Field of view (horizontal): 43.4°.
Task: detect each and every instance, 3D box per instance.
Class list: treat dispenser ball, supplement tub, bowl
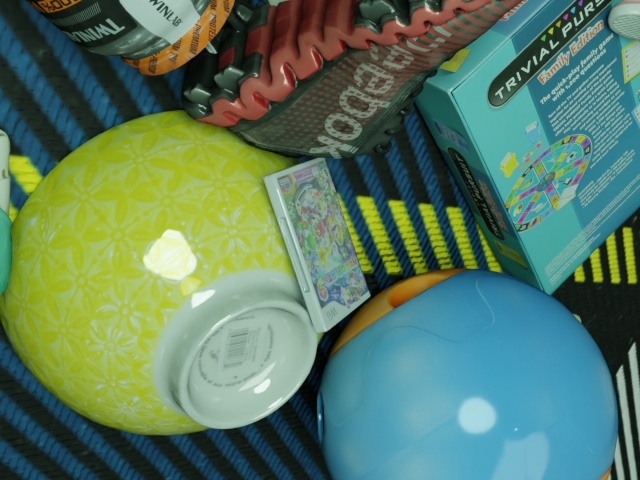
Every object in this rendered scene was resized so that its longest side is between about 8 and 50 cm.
[{"bbox_3d":[0.140,0.169,0.793,0.288,0.288,0.288,-19,128,-26],"label":"treat dispenser ball"},{"bbox_3d":[-0.142,-0.189,0.467,0.117,0.117,0.190,-48,134,1],"label":"supplement tub"},{"bbox_3d":[-0.089,0.056,0.642,0.290,0.156,0.289,-19,127,-26],"label":"bowl"}]

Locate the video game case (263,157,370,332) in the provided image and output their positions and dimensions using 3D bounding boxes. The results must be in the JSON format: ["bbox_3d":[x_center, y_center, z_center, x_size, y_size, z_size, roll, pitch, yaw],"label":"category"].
[{"bbox_3d":[0.000,0.000,0.618,0.087,0.011,0.122,-30,103,-61],"label":"video game case"}]

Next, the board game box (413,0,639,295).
[{"bbox_3d":[0.248,-0.131,0.815,0.254,0.079,0.336,-43,134,-6],"label":"board game box"}]

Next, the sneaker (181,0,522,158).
[{"bbox_3d":[0.035,-0.128,0.553,0.276,0.097,0.135,-19,139,37],"label":"sneaker"}]

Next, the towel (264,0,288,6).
[{"bbox_3d":[0.050,-0.316,0.507,0.324,0.056,0.312,-27,134,5],"label":"towel"}]

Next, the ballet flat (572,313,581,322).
[{"bbox_3d":[0.309,0.176,1.084,0.058,0.049,0.173,6,114,-39],"label":"ballet flat"}]

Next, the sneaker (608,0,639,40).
[{"bbox_3d":[0.318,-0.220,0.725,0.134,0.051,0.070,0,81,-13],"label":"sneaker"}]

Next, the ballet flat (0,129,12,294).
[{"bbox_3d":[-0.247,-0.062,0.505,0.087,0.083,0.247,-46,138,-22],"label":"ballet flat"}]
